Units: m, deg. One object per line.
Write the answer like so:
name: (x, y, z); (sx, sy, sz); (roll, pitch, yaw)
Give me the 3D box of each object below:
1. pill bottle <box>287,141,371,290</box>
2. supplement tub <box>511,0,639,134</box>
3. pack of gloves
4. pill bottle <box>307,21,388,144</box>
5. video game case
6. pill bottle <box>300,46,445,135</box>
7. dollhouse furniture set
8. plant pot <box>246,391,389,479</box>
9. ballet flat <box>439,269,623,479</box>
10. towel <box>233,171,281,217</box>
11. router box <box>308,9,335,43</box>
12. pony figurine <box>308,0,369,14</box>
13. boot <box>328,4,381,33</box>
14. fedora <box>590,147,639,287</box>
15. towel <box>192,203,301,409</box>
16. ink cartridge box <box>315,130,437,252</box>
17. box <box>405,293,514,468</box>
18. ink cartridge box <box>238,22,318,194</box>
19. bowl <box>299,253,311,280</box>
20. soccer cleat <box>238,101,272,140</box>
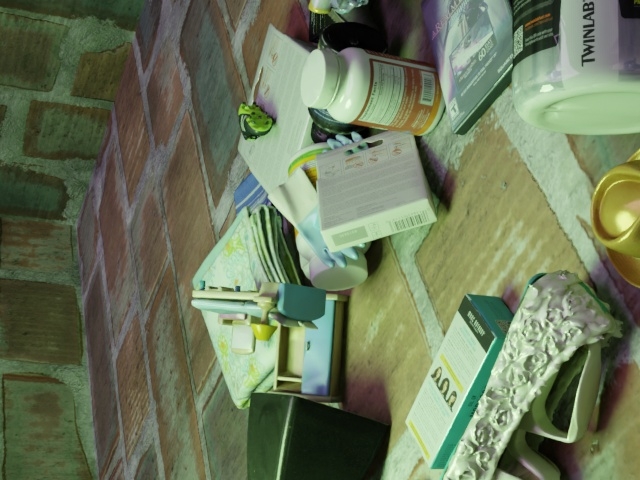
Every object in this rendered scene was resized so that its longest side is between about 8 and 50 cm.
pill bottle: (0.019, -0.041, 1.756); (0.136, 0.136, 0.246); (132, 138, -51)
supplement tub: (0.319, -0.302, 1.097); (0.207, 0.207, 0.338); (163, 110, -63)
pack of gloves: (0.031, -0.078, 1.655); (0.195, 0.046, 0.232); (-44, 55, 5)
pill bottle: (0.043, -0.270, 1.759); (0.123, 0.122, 0.219); (-109, 22, -43)
video game case: (0.234, -0.328, 1.502); (0.196, 0.026, 0.274); (-51, 41, 49)
pill bottle: (0.083, -0.243, 1.574); (0.121, 0.216, 0.121); (-173, 90, -65)
dollhouse furniture set: (-0.126, 0.178, 1.726); (0.286, 0.303, 0.198); (0, 82, 29)
plant pot: (-0.022, 0.361, 1.647); (0.188, 0.187, 0.167); (-16, 56, 63)
ballet flat: (0.251, 0.234, 1.211); (0.147, 0.147, 0.409); (-126, 48, -56)
towel: (-0.149, -0.002, 2.226); (0.243, 0.040, 0.336); (142, 129, -58)
router box: (0.025, -0.499, 1.966); (0.133, 0.046, 0.179); (-15, 71, 63)
pony figurine: (0.037, -0.578, 1.653); (0.351, 0.302, 0.363); (48, 134, 51)
boot: (0.095, -0.483, 1.794); (0.190, 0.076, 0.208); (48, 114, 32)
fedora: (0.362, -0.037, 1.089); (0.194, 0.079, 0.194); (-26, 61, 60)
towel: (-0.150, 0.141, 2.069); (0.374, 0.090, 0.321); (-52, 50, 49)
ink cartridge box: (0.085, -0.089, 1.609); (0.225, 0.181, 0.056); (-94, -16, -54)
box: (0.204, 0.202, 1.389); (0.100, 0.060, 0.244); (-118, 42, -51)
ink cartridge box: (-0.058, -0.263, 2.048); (0.385, 0.091, 0.308); (-127, 50, -60)
bowl: (0.000, 0.000, 1.890); (0.142, 0.053, 0.142); (-46, 43, 52)
soccer cleat: (-0.138, -0.237, 2.048); (0.179, 0.060, 0.072); (-121, 35, -64)
